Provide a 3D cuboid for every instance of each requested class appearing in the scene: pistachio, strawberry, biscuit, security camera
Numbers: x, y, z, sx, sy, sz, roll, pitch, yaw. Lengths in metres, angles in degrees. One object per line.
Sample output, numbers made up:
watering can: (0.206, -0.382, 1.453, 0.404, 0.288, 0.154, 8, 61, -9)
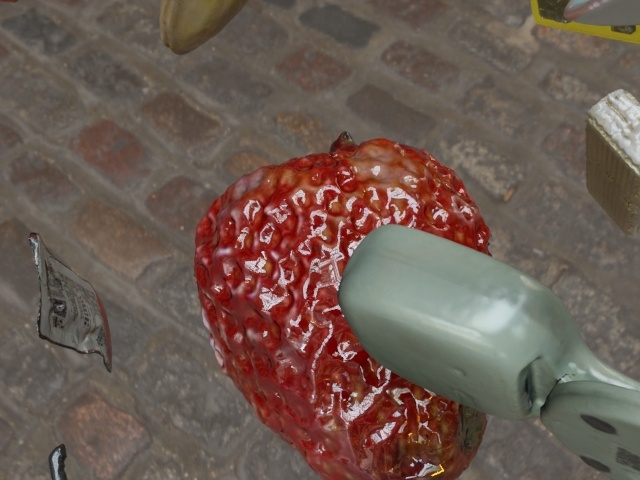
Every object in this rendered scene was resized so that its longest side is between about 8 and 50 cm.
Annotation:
pistachio: (-0.212, -0.476, 1.618, 0.213, 0.260, 0.163, -17, 57, -48)
strawberry: (0.035, 0.048, 0.783, 0.292, 0.291, 0.310, -19, 25, -13)
biscuit: (0.497, -0.110, 1.379, 0.078, 0.426, 0.144, -37, 70, 8)
security camera: (0.151, 0.082, 0.516, 0.302, 0.157, 0.080, 25, 71, 28)

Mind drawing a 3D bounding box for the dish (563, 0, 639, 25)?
dish: (0.170, -0.161, 0.289, 0.077, 0.212, 0.151, 25, 82, 4)

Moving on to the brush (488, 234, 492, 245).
brush: (0.207, 0.047, 1.595, 0.248, 0.036, 0.043, -29, 36, -4)

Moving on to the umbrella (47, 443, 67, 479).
umbrella: (-0.379, 0.435, 1.291, 0.071, 0.071, 0.248, -17, 68, -11)

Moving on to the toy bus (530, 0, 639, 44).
toy bus: (0.516, -0.408, 1.402, 0.330, 0.144, 0.152, 25, 61, 39)

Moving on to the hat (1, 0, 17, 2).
hat: (-0.420, -0.338, 0.971, 0.163, 0.112, 0.093, 2, 65, -30)

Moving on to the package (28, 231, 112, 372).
package: (-0.358, 0.097, 1.240, 0.030, 0.239, 0.154, -18, 65, 5)
